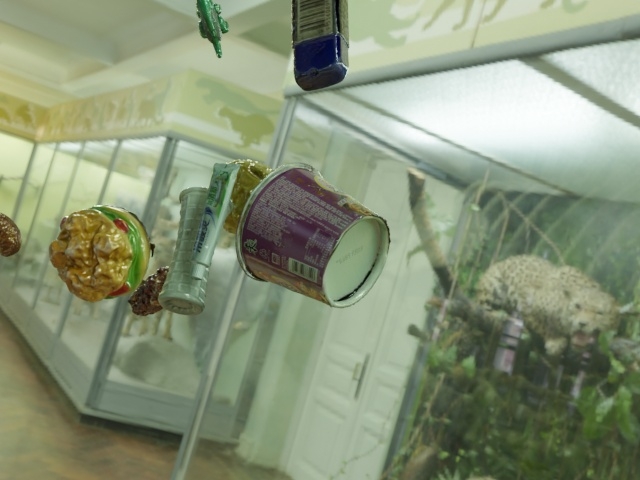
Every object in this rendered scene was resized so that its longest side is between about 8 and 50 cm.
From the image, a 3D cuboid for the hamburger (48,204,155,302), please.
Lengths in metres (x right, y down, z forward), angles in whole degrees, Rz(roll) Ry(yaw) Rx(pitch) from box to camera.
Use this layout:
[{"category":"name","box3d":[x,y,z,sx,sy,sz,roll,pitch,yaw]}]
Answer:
[{"category":"hamburger","box3d":[-0.514,0.032,1.712,0.237,0.237,0.149,15,16,21]}]

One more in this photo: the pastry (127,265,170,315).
[{"category":"pastry","box3d":[-0.480,0.154,2.178,0.115,0.097,0.208,-21,-12,-47]}]

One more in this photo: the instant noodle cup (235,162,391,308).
[{"category":"instant noodle cup","box3d":[0.000,0.000,1.874,0.266,0.339,0.340,26,3,34]}]

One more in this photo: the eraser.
[{"category":"eraser","box3d":[0.002,-0.590,2.107,0.155,0.332,0.101,-10,-22,22]}]

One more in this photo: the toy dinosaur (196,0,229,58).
[{"category":"toy dinosaur","box3d":[-0.207,-0.408,1.417,0.059,0.132,0.096,-15,13,2]}]

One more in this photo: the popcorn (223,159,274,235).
[{"category":"popcorn","box3d":[-0.234,-0.134,2.384,0.249,0.249,0.225,16,5,3]}]

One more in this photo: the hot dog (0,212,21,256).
[{"category":"hot dog","box3d":[-0.925,-0.022,2.174,0.099,0.065,0.147,-24,-70,32]}]

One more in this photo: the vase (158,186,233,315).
[{"category":"vase","box3d":[-0.313,0.029,1.858,0.143,0.298,0.143,7,-28,4]}]

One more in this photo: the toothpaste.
[{"category":"toothpaste","box3d":[-0.258,-0.050,1.784,0.075,0.296,0.048,4,-19,26]}]
